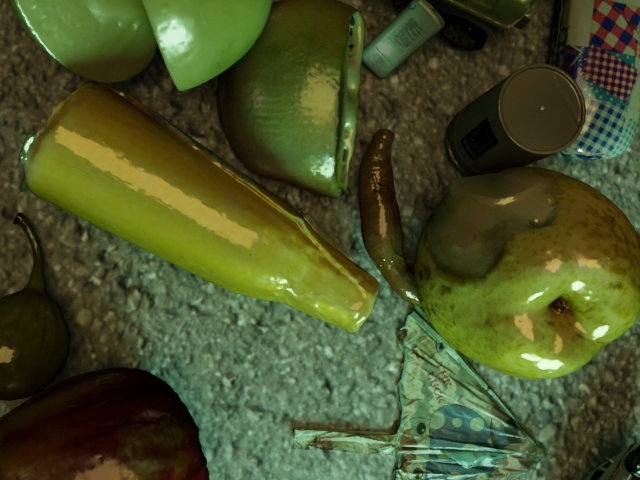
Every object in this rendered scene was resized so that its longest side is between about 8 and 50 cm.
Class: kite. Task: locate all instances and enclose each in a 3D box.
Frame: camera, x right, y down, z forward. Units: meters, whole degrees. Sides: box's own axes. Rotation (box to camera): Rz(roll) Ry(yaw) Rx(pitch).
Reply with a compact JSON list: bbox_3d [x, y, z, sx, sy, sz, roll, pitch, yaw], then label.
[{"bbox_3d":[0.143,0.289,0.809,0.369,0.014,0.405,6,88,-7],"label":"kite"}]

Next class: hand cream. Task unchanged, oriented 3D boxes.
[{"bbox_3d":[0.000,0.000,0.798,0.035,0.022,0.102,-41,99,-6],"label":"hand cream"}]

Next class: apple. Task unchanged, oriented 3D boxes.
[{"bbox_3d":[-0.198,-0.311,0.644,0.292,0.254,0.291,-5,50,6],"label":"apple"},{"bbox_3d":[-0.045,-0.200,0.753,0.194,0.120,0.264,8,85,5],"label":"apple"}]

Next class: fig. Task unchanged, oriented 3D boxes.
[{"bbox_3d":[-0.257,0.259,0.671,0.263,0.224,0.223,12,87,-3],"label":"fig"},{"bbox_3d":[-0.372,0.078,0.725,0.125,0.124,0.236,0,65,-7],"label":"fig"}]

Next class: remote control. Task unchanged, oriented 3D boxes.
[{"bbox_3d":[0.104,-0.264,0.771,0.053,0.124,0.017,41,49,-14],"label":"remote control"}]

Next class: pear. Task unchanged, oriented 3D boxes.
[{"bbox_3d":[0.246,0.039,0.703,0.272,0.271,0.270,0,89,-7],"label":"pear"}]

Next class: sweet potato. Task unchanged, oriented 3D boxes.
[{"bbox_3d":[0.089,-0.021,0.791,0.078,0.058,0.255,-16,94,-25],"label":"sweet potato"}]

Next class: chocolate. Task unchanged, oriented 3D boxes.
[{"bbox_3d":[-0.128,-0.026,0.733,0.446,0.162,0.162,29,86,-9],"label":"chocolate"}]

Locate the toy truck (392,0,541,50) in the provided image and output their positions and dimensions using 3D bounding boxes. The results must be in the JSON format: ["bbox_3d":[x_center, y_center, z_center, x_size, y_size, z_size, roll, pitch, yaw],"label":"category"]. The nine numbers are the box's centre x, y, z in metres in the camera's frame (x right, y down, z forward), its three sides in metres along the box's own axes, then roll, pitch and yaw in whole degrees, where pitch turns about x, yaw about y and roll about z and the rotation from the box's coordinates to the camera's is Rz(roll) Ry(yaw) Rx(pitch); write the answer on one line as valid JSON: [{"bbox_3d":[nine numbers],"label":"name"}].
[{"bbox_3d":[0.110,-0.407,0.710,0.406,0.254,0.180,27,90,-2],"label":"toy truck"}]

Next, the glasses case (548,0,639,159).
[{"bbox_3d":[0.392,-0.276,0.820,0.125,0.076,0.327,8,87,-5],"label":"glasses case"}]

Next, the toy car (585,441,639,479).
[{"bbox_3d":[0.401,0.367,0.795,0.089,0.108,0.209,36,81,-2],"label":"toy car"}]

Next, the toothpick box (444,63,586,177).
[{"bbox_3d":[0.240,-0.144,0.748,0.111,0.181,0.111,0,87,-7],"label":"toothpick box"}]
